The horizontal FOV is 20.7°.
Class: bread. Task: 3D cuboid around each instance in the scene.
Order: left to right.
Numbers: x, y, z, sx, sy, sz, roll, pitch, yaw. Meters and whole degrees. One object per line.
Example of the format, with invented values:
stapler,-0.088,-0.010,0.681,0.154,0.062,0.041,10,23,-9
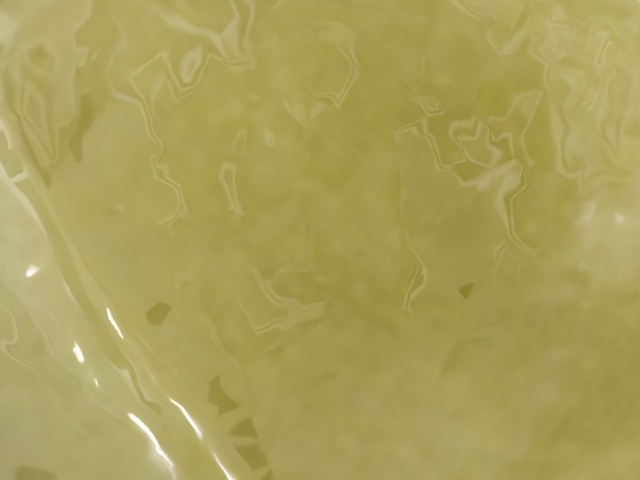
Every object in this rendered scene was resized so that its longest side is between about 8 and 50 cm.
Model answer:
bread,-0.005,-0.005,0.526,0.320,0.320,0.237,-36,38,-6
